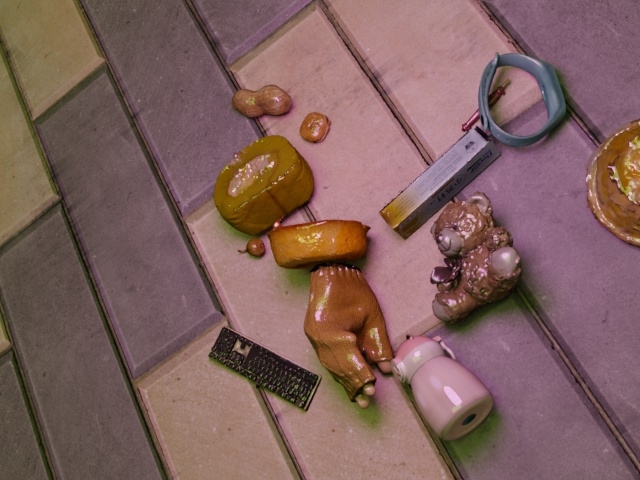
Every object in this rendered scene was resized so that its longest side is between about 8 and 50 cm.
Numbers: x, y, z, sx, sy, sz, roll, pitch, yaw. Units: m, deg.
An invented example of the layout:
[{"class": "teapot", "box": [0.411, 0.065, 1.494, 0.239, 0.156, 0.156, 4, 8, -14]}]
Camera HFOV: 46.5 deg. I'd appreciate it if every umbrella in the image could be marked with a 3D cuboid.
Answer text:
[{"class": "umbrella", "box": [0.404, -0.329, 1.817, 0.027, 0.025, 0.165, 45, 99, 9]}]

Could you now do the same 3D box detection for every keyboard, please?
[{"class": "keyboard", "box": [-0.148, 0.321, 1.878, 0.317, 0.027, 0.106, 22, 84, 28]}]

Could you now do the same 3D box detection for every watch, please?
[{"class": "watch", "box": [0.465, -0.336, 1.745, 0.195, 0.068, 0.237, -11, 72, 4]}]

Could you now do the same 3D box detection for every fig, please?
[{"class": "fig", "box": [-0.184, 0.021, 1.972, 0.083, 0.050, 0.050, -12, 70, 36]}]

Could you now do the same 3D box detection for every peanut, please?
[{"class": "peanut", "box": [-0.165, -0.388, 2.063, 0.192, 0.089, 0.089, 2, 76, 24]}]

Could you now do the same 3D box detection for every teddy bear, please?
[{"class": "teddy bear", "box": [0.341, 0.025, 1.671, 0.267, 0.156, 0.256, -41, 63, 42]}]

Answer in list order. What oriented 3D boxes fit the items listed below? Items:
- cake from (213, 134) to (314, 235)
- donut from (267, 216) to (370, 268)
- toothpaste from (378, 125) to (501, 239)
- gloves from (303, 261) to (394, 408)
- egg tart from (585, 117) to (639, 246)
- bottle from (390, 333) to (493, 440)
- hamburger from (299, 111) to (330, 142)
[{"class": "cake", "box": [-0.153, -0.146, 1.947, 0.260, 0.156, 0.179, -32, 48, 7]}, {"class": "donut", "box": [-0.003, 0.000, 1.791, 0.253, 0.253, 0.119, -13, 81, 21]}, {"class": "toothpaste", "box": [0.285, -0.139, 1.781, 0.313, 0.089, 0.071, -43, 56, 9]}, {"class": "gloves", "box": [0.063, 0.218, 1.733, 0.155, 0.203, 0.357, -38, 56, 35]}, {"class": "egg tart", "box": [0.713, -0.140, 1.568, 0.314, 0.120, 0.315, -7, 72, 22]}, {"class": "bottle", "box": [0.254, 0.307, 1.638, 0.147, 0.147, 0.236, -45, 55, 7]}, {"class": "hamburger", "box": [-0.016, -0.303, 1.991, 0.076, 0.044, 0.083, 18, 86, 28]}]
